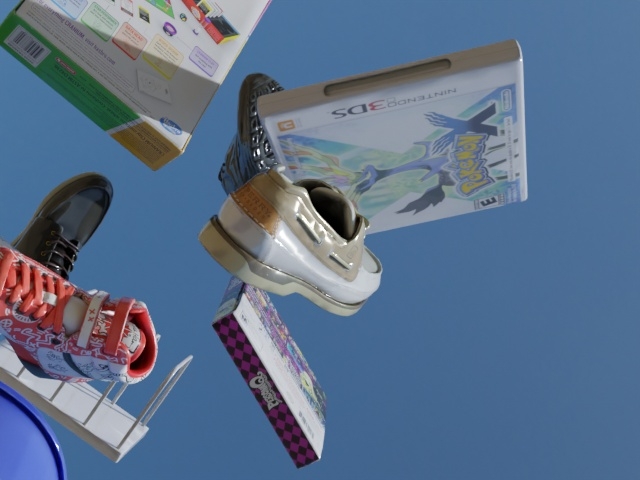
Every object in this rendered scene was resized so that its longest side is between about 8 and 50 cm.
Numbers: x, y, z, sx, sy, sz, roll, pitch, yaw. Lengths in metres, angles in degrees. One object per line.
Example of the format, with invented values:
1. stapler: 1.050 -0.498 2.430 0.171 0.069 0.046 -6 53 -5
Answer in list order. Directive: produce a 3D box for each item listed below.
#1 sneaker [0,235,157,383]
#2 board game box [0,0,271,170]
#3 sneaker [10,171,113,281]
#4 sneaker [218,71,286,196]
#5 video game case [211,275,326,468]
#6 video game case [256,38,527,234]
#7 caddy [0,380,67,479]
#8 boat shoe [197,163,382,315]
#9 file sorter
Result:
1. sneaker: -0.252 0.056 1.069 0.145 0.270 0.090 1 -121 22
2. board game box: -0.207 -0.274 1.369 0.064 0.242 0.317 -28 -151 46
3. sneaker: -0.329 0.019 1.446 0.222 0.083 0.118 -48 -139 -1
4. sneaker: -0.106 -0.122 1.776 0.130 0.286 0.109 18 -149 38
5. video game case: -0.064 0.169 1.569 0.041 0.232 0.210 -28 -168 10
6. video game case: 0.102 -0.107 1.407 0.299 0.329 0.036 -12 -118 5
7. caddy: -0.351 0.273 1.031 0.241 0.341 0.179 0 -156 1
8. boat shoe: 0.000 0.000 1.161 0.113 0.302 0.103 44 -78 22
9. file sorter: -0.372 0.189 1.846 0.277 0.193 0.173 35 -86 2
